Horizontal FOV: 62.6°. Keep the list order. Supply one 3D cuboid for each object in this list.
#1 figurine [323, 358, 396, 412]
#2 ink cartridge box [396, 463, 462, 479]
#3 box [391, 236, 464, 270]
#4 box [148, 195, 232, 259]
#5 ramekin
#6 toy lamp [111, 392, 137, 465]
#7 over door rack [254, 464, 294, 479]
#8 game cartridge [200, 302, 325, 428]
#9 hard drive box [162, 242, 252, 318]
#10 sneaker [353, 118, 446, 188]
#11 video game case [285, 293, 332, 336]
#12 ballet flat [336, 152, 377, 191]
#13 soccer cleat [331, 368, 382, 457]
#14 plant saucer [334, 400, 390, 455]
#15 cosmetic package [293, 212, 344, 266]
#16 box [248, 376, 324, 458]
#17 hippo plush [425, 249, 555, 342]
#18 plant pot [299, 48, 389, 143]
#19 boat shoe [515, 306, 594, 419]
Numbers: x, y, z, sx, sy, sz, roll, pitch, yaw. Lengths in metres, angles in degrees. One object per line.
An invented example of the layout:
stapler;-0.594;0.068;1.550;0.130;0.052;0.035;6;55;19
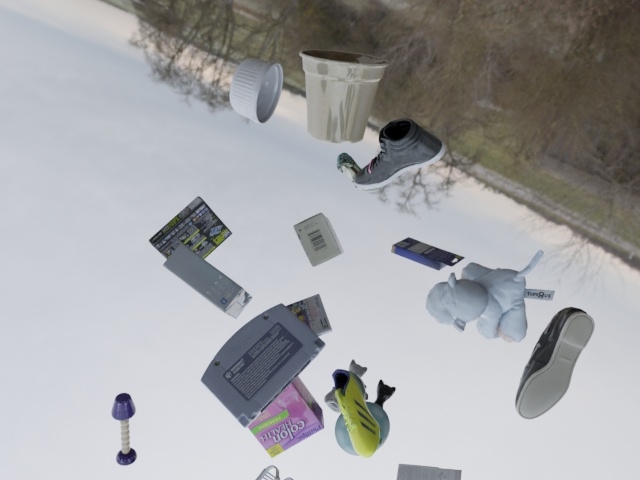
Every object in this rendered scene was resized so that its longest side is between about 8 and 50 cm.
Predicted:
figurine;0.152;0.567;1.940;0.215;0.092;0.209;36;-124;5
ink cartridge box;0.357;0.849;1.752;0.225;0.056;0.181;-6;-135;27
box;0.378;0.051;1.848;0.225;0.036;0.136;21;-157;30
box;-0.524;-0.015;2.142;0.060;0.270;0.216;37;167;46
ramekin;-0.214;-0.501;1.744;0.109;0.207;0.207;22;-165;10
toy lamp;-0.648;0.623;1.741;0.080;0.274;0.080;6;-156;-3
over door rack;-0.190;0.839;1.553;0.108;0.324;0.239;40;168;48
game cartridge;-0.155;0.311;1.373;0.196;0.294;0.060;42;159;16
hard drive box;-0.332;0.125;1.574;0.232;0.089;0.181;34;169;10
sneaker;0.181;-0.244;1.453;0.147;0.296;0.104;37;-131;-33
video game case;-0.063;0.333;2.216;0.184;0.023;0.201;-20;-134;-2
ballet flat;0.117;-0.208;1.740;0.188;0.070;0.070;39;-172;-25
soccer cleat;0.085;0.464;1.432;0.121;0.093;0.289;37;-164;-22
plant saucer;0.146;0.640;1.768;0.195;0.194;0.037;20;-178;-12
cosmetic package;0.000;0.000;1.875;0.160;0.113;0.309;65;-176;1
box;-0.141;0.569;1.783;0.243;0.214;0.117;57;-175;-16
hippo plush;0.417;0.179;1.376;0.237;0.234;0.294;-14;178;-28
plant pot;0.072;-0.541;1.994;0.334;0.305;0.333;5;-154;-3
boat shoe;0.636;0.336;1.453;0.112;0.335;0.095;28;-175;-5
